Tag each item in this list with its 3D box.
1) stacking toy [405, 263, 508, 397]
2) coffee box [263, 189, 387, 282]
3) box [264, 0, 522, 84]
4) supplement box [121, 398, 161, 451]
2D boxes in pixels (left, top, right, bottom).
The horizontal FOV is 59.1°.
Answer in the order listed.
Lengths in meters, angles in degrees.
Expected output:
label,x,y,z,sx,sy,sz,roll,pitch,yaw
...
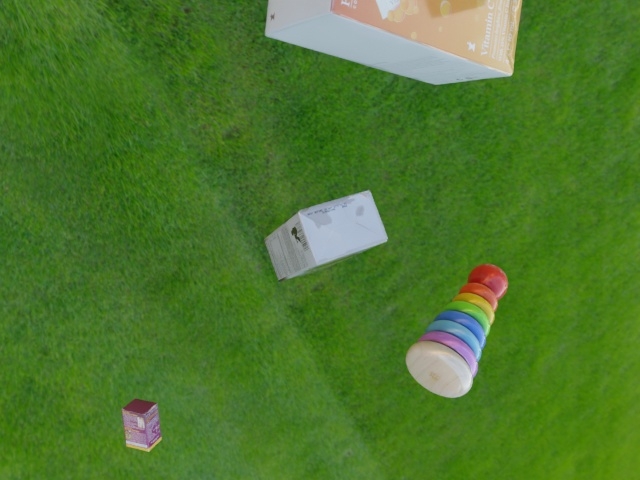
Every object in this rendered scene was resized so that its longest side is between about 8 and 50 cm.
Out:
label,x,y,z,sx,sy,sz,roll,pitch,yaw
stacking toy,0.315,0.173,1.218,0.330,0.141,0.141,-47,141,-38
coffee box,0.000,0.000,1.252,0.168,0.297,0.118,-18,85,-21
box,0.117,-0.370,0.809,0.345,0.168,0.215,3,96,-35
supplement box,-0.343,0.354,1.083,0.043,0.055,0.083,-37,130,-64
